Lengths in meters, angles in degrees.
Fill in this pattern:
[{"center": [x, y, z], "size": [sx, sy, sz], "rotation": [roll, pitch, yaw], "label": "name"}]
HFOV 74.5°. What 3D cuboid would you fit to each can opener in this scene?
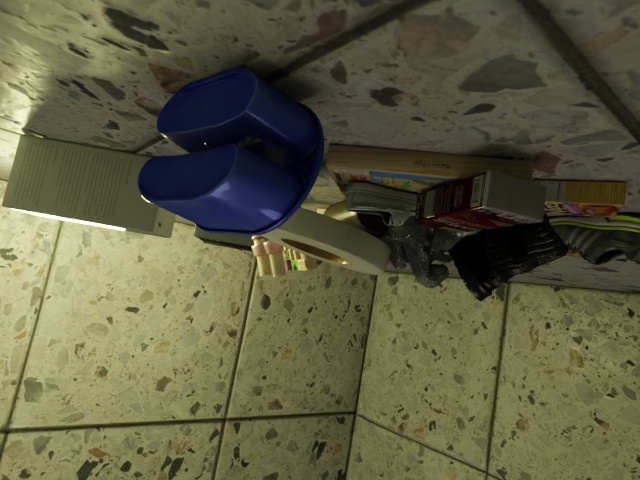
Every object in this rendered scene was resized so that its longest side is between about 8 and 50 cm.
[{"center": [0.630, 0.066, 1.887], "size": [0.281, 0.093, 0.074], "rotation": [3, 171, 14], "label": "can opener"}]

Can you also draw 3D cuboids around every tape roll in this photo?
[{"center": [0.000, 0.000, 1.157], "size": [0.392, 0.072, 0.392], "rotation": [19, 173, 3], "label": "tape roll"}]

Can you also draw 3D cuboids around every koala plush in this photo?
[{"center": [0.308, -0.024, 1.124], "size": [0.221, 0.203, 0.196], "rotation": [-25, -152, -15], "label": "koala plush"}]

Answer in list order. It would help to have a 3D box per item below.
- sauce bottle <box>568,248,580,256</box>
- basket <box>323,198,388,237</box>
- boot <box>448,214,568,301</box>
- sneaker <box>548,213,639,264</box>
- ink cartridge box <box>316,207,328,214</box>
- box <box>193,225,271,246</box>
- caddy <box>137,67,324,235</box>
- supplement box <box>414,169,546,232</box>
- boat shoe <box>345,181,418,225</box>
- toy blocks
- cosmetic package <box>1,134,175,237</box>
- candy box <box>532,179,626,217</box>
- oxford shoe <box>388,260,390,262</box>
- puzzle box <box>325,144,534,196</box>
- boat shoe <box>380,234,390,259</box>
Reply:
[{"center": [0.855, 0.027, 1.426], "size": [0.128, 0.042, 0.042], "rotation": [16, 171, -43], "label": "sauce bottle"}, {"center": [0.132, -0.066, 1.270], "size": [0.205, 0.154, 0.227], "rotation": [18, 168, -12], "label": "basket"}, {"center": [0.487, -0.018, 1.161], "size": [0.131, 0.348, 0.260], "rotation": [34, 118, -30], "label": "boot"}, {"center": [0.697, 0.002, 1.113], "size": [0.111, 0.121, 0.300], "rotation": [14, 172, -26], "label": "sneaker"}, {"center": [0.072, -0.075, 1.595], "size": [0.151, 0.063, 0.109], "rotation": [16, 172, -41], "label": "ink cartridge box"}, {"center": [-0.351, -0.056, 1.867], "size": [0.344, 0.178, 0.312], "rotation": [10, 174, -7], "label": "box"}, {"center": [-0.150, -0.135, 0.720], "size": [0.341, 0.241, 0.179], "rotation": [4, 167, 41], "label": "caddy"}, {"center": [0.311, -0.070, 0.857], "size": [0.130, 0.073, 0.239], "rotation": [12, 173, -17], "label": "supplement box"}, {"center": [0.163, -0.073, 0.987], "size": [0.228, 0.081, 0.079], "rotation": [12, 173, -13], "label": "boat shoe"}, {"center": [-0.082, -0.023, 1.524], "size": [0.309, 0.260, 0.289], "rotation": [-10, 179, -20], "label": "toy blocks"}, {"center": [-0.685, -0.160, 1.303], "size": [0.454, 0.230, 0.161], "rotation": [11, 174, 1], "label": "cosmetic package"}, {"center": [0.531, -0.089, 0.903], "size": [0.187, 0.053, 0.109], "rotation": [8, 173, 28], "label": "candy box"}, {"center": [0.259, 0.026, 2.082], "size": [0.364, 0.129, 0.132], "rotation": [5, -153, -18], "label": "oxford shoe"}, {"center": [0.233, -0.132, 0.969], "size": [0.409, 0.052, 0.272], "rotation": [8, 173, 13], "label": "puzzle box"}, {"center": [0.316, 0.007, 1.561], "size": [0.500, 0.155, 0.187], "rotation": [3, 169, 39], "label": "boat shoe"}]
